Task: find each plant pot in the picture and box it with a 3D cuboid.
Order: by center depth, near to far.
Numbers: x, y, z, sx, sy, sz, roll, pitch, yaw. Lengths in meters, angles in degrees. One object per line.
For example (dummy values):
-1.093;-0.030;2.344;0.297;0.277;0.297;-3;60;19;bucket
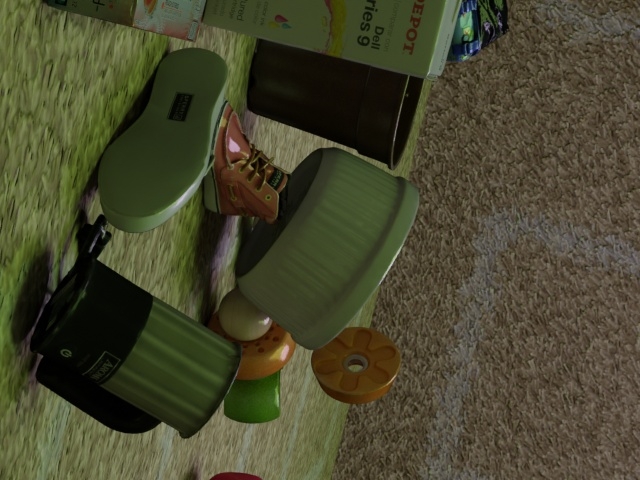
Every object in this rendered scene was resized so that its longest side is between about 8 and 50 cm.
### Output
0.020;-0.173;1.838;0.167;0.165;0.167;14;90;-82;plant pot

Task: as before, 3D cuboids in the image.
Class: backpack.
0.122;-0.296;1.911;0.117;0.158;0.173;-41;135;-46;backpack

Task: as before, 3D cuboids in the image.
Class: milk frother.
-0.135;0.060;1.306;0.129;0.135;0.143;-31;-149;55;milk frother

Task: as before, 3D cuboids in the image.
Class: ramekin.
0.000;0.000;1.812;0.207;0.109;0.207;-53;-168;16;ramekin

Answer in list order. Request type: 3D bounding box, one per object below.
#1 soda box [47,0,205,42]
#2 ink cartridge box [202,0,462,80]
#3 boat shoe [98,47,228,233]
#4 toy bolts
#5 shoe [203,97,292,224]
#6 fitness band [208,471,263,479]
-0.127;-0.175;1.196;0.183;0.063;0.058;-18;122;-81;soda box
0.020;-0.240;1.545;0.093;0.212;0.154;-27;132;-79;ink cartridge box
-0.119;-0.067;1.395;0.219;0.078;0.070;-68;169;-48;boat shoe
-0.022;0.066;1.960;0.228;0.218;0.158;-93;180;-45;toy bolts
-0.071;-0.075;1.690;0.178;0.081;0.063;90;17;-61;shoe
-0.113;0.419;2.066;0.209;0.054;0.290;-148;-111;-66;fitness band
